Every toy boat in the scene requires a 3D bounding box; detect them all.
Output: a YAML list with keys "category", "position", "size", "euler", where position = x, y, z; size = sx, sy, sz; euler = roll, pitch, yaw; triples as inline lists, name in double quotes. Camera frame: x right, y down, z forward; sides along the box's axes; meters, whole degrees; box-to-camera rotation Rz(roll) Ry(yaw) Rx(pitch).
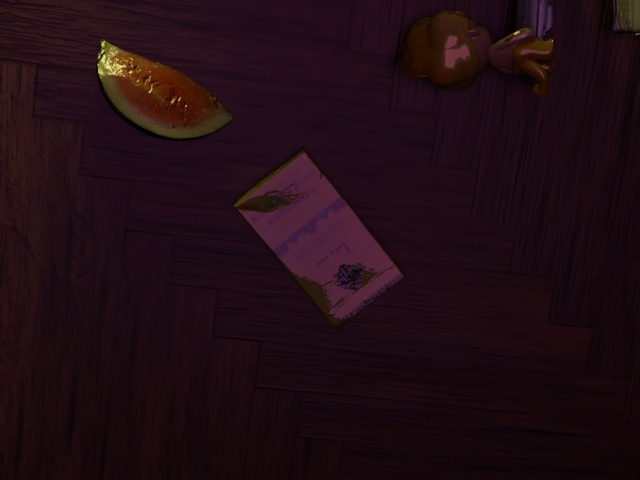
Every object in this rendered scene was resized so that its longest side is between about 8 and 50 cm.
- category: "toy boat"
  position: [0.360, -0.378, 1.689]
  size: [0.085, 0.078, 0.261]
  euler: [4, 99, 9]

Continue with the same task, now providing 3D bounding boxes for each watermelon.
- category: "watermelon"
  position: [-0.264, -0.227, 1.680]
  size: [0.245, 0.063, 0.119]
  euler: [29, 83, -9]

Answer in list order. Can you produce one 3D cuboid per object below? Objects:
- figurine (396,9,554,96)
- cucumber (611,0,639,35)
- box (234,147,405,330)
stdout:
- category: "figurine"
  position: [0.245, -0.296, 1.657]
  size: [0.246, 0.131, 0.156]
  euler: [5, 145, 16]
- category: "cucumber"
  position: [0.540, -0.489, 1.676]
  size: [0.145, 0.105, 0.325]
  euler: [0, 102, 22]
- category: "box"
  position: [-0.001, -0.001, 1.747]
  size: [0.153, 0.041, 0.279]
  euler: [-39, 102, 2]
